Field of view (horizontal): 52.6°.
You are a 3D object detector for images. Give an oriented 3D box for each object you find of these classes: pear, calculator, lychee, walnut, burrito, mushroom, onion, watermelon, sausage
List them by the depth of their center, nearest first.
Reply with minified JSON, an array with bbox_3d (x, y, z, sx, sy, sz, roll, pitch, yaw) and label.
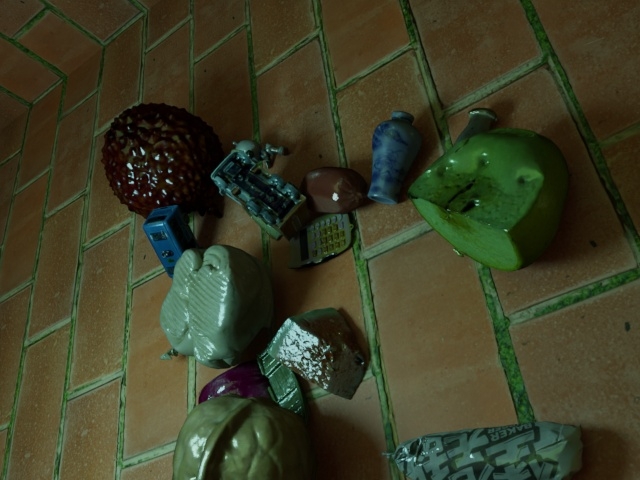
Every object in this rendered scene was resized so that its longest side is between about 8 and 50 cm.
[{"bbox_3d":[0.326,0.462,1.355,0.446,0.101,0.138,-15,63,31],"label":"burrito"},{"bbox_3d":[0.432,-0.112,1.511,0.318,0.238,0.342,-48,39,-9],"label":"pear"},{"bbox_3d":[-0.183,0.555,1.550,0.382,0.381,0.381,-20,55,31],"label":"walnut"},{"bbox_3d":[0.402,-0.246,1.704,0.116,0.093,0.225,0,56,24],"label":"mushroom"},{"bbox_3d":[0.010,0.302,1.713,0.257,0.140,0.192,43,105,37],"label":"watermelon"},{"bbox_3d":[-0.259,0.464,1.838,0.250,0.111,0.247,-36,47,17],"label":"onion"},{"bbox_3d":[0.036,-0.149,1.904,0.254,0.148,0.148,19,79,51],"label":"sausage"},{"bbox_3d":[0.000,0.000,1.935,0.237,0.033,0.157,-22,53,26],"label":"calculator"},{"bbox_3d":[-0.530,-0.256,2.272,0.500,0.424,0.424,41,97,4],"label":"lychee"}]

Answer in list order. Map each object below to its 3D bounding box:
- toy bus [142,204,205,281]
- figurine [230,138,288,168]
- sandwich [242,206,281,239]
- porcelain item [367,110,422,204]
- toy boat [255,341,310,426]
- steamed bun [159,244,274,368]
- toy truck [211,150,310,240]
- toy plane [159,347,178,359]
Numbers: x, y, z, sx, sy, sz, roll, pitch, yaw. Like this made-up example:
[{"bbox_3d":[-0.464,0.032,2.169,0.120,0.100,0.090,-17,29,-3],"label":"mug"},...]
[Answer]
[{"bbox_3d":[-0.486,0.013,2.164,0.114,0.246,0.134,-9,31,20],"label":"toy bus"},{"bbox_3d":[-0.212,-0.293,2.211,0.197,0.147,0.093,11,96,13],"label":"figurine"},{"bbox_3d":[-0.190,-0.112,2.116,0.094,0.096,0.258,-44,48,4],"label":"sandwich"},{"bbox_3d":[0.205,-0.234,1.827,0.141,0.141,0.258,7,82,42],"label":"porcelain item"},{"bbox_3d":[-0.095,0.407,1.768,0.093,0.055,0.293,-43,46,12],"label":"toy boat"},{"bbox_3d":[-0.278,0.181,1.909,0.342,0.255,0.367,35,115,39],"label":"steamed bun"},{"bbox_3d":[-0.178,-0.134,1.972,0.305,0.162,0.136,36,77,25],"label":"toy truck"},{"bbox_3d":[-0.454,0.254,2.118,0.092,0.108,0.286,-6,66,37],"label":"toy plane"}]
